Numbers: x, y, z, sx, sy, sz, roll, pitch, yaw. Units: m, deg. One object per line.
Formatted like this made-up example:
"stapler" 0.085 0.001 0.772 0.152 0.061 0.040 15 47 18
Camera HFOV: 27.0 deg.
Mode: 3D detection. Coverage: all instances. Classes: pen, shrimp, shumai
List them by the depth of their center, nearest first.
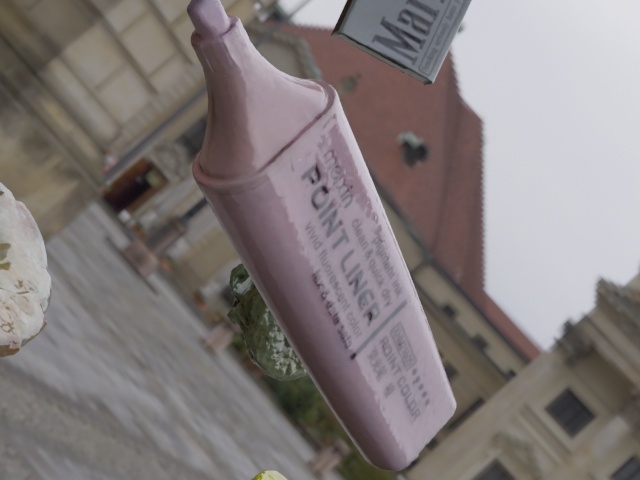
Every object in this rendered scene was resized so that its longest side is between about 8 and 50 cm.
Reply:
"pen" 0.000 0.000 0.437 0.032 0.053 0.197 22 -31 45
"shumai" -0.028 0.053 0.916 0.082 0.083 0.080 27 -11 -21
"shrimp" -0.399 -0.032 1.285 0.360 0.085 0.247 46 34 4

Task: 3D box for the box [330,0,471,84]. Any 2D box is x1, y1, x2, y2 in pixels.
"box" 0.097 -0.260 1.343 0.115 0.177 0.036 27 -5 -16

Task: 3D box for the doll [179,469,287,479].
"doll" -0.049 0.168 0.540 0.106 0.162 0.062 42 19 14
